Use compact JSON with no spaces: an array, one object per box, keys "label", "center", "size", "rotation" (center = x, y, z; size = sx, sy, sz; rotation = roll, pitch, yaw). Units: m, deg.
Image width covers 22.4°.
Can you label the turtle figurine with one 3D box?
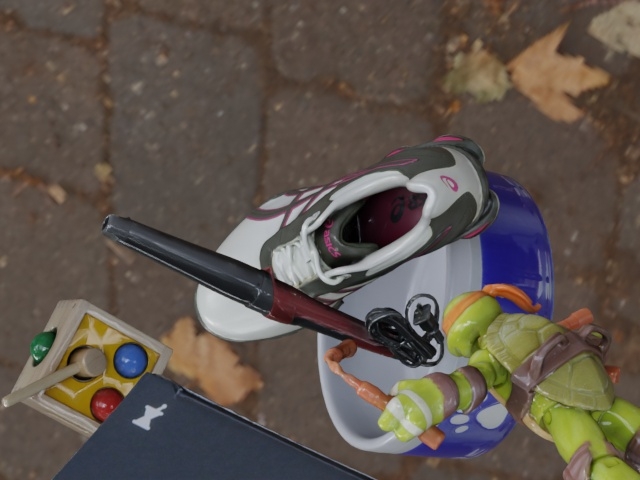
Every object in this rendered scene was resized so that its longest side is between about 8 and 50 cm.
[{"label":"turtle figurine","center":[0.147,0.090,0.937],"size":[0.217,0.269,0.087],"rotation":[42,116,30]}]

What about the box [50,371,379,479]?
[{"label":"box","center":[-0.012,0.326,1.115],"size":[0.294,0.212,0.395],"rotation":[20,148,38]}]

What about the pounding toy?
[{"label":"pounding toy","center":[-0.236,0.132,1.582],"size":[0.141,0.130,0.100],"rotation":[32,164,-23]}]

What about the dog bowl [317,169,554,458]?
[{"label":"dog bowl","center":[0.097,0.061,1.441],"size":[0.104,0.265,0.265],"rotation":[10,134,-23]}]

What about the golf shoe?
[{"label":"golf shoe","center":[0.000,0.000,1.224],"size":[0.273,0.120,0.105],"rotation":[-30,86,24]}]

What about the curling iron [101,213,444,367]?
[{"label":"curling iron","center":[-0.029,0.031,1.173],"size":[0.274,0.035,0.068],"rotation":[21,131,-15]}]
